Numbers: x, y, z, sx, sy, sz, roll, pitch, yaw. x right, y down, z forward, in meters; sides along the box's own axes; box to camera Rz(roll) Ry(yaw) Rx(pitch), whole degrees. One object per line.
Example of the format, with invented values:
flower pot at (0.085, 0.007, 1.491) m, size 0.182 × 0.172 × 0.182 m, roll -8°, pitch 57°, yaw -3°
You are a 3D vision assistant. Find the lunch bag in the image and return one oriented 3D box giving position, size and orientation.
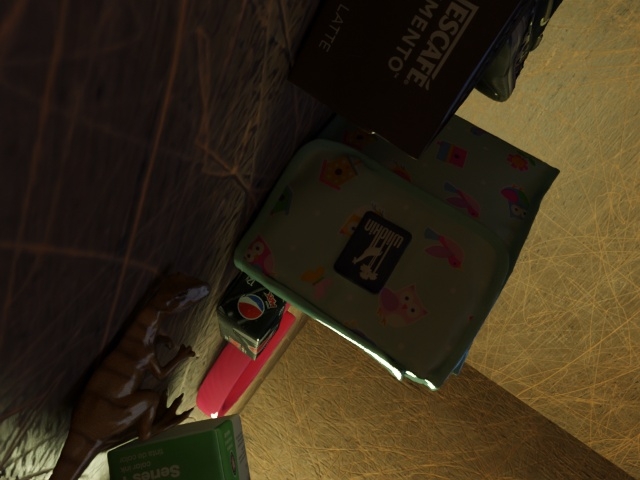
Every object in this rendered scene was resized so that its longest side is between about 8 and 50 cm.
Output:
lunch bag at (0.073, -0.010, 0.583) m, size 0.262 × 0.223 × 0.160 m, roll -50°, pitch 166°, yaw -38°

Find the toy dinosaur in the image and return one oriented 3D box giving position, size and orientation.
toy dinosaur at (-0.141, 0.115, 0.392) m, size 0.211 × 0.064 × 0.112 m, roll -64°, pitch 161°, yaw -20°

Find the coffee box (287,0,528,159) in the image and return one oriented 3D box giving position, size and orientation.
coffee box at (0.090, -0.167, 0.441) m, size 0.141 × 0.098 × 0.246 m, roll -59°, pitch 174°, yaw 31°

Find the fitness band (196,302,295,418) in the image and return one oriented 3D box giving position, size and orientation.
fitness band at (-0.102, 0.157, 0.994) m, size 0.291 × 0.054 × 0.209 m, roll -55°, pitch 172°, yaw -17°

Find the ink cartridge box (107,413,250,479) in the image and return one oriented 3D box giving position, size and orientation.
ink cartridge box at (-0.128, 0.344, 0.657) m, size 0.117 × 0.278 × 0.201 m, roll -11°, pitch 169°, yaw -4°

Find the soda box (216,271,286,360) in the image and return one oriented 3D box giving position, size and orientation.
soda box at (-0.080, 0.092, 0.702) m, size 0.053 × 0.060 × 0.169 m, roll -53°, pitch 174°, yaw -19°

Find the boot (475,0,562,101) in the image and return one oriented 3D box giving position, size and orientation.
boot at (0.251, -0.334, 0.737) m, size 0.284 × 0.138 × 0.377 m, roll -57°, pitch 169°, yaw 10°
